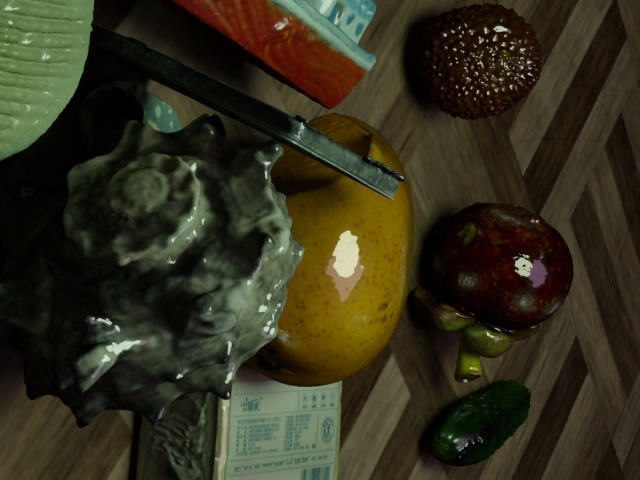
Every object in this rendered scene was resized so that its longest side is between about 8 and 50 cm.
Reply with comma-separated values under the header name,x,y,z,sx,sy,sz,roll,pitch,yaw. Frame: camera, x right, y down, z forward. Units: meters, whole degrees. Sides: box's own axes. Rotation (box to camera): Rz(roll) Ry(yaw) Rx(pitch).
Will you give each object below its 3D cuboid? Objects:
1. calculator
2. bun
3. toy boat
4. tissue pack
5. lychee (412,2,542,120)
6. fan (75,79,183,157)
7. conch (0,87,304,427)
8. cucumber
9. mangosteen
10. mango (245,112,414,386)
name,x,y,z,sx,sy,sz,roll,pitch,yaw
calculator,-0.074,-0.104,1.280,0.161,0.262,0.021,25,91,-57
bun,-0.245,-0.149,1.128,0.221,0.108,0.221,-33,130,-51
toy boat,-0.056,-0.218,1.364,0.133,0.145,0.332,-58,152,2
tissue pack,-0.065,0.159,1.481,0.196,0.092,0.148,5,90,-60
lychee,0.154,-0.178,1.768,0.129,0.123,0.123,-8,101,-53
fan,-0.134,-0.041,1.418,0.131,0.009,0.240,-63,142,-33
conch,-0.120,0.000,1.218,0.186,0.241,0.313,47,13,-19
cucumber,0.180,0.195,1.922,0.227,0.069,0.069,-22,113,-60
mangosteen,0.175,0.047,1.836,0.146,0.156,0.181,-82,-169,-58
mango,0.000,0.005,1.421,0.290,0.160,0.191,-67,153,-58
